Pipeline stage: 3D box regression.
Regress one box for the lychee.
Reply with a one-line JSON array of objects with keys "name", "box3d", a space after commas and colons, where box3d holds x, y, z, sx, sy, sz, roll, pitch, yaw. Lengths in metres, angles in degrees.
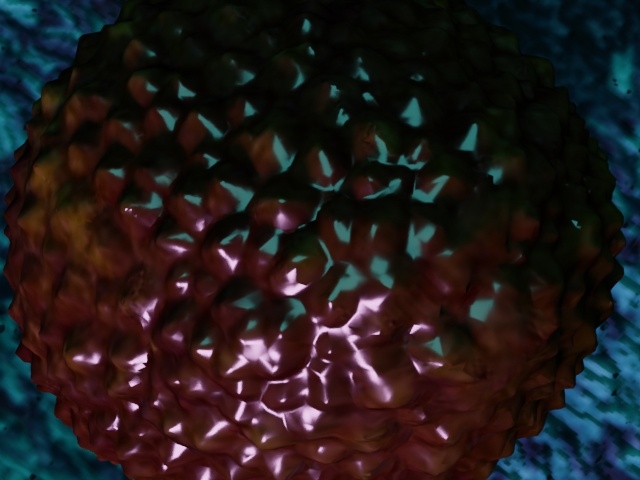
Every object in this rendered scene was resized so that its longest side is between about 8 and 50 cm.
[{"name": "lychee", "box3d": [0.000, 0.000, 0.704, 0.236, 0.271, 0.236, -3, 96, -27]}]
